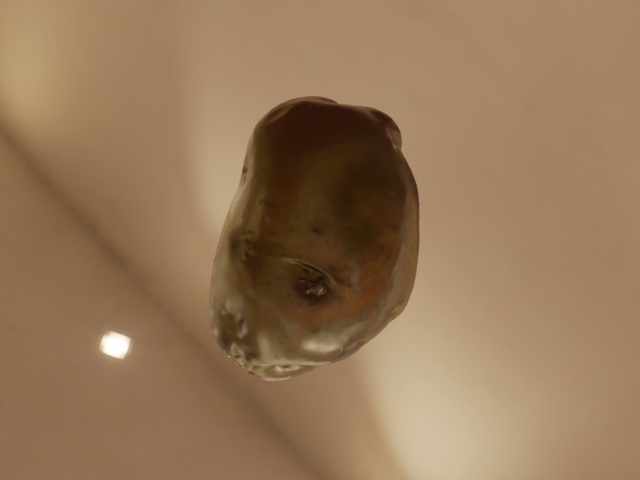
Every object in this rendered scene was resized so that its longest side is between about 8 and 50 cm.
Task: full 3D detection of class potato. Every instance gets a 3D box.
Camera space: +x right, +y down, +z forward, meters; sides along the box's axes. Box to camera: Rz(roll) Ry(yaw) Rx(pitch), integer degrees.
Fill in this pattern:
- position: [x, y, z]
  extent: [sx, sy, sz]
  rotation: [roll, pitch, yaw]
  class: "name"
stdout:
- position: [-0.005, -0.002, 1.326]
  extent: [0.137, 0.154, 0.200]
  rotation: [25, -107, -30]
  class: "potato"
